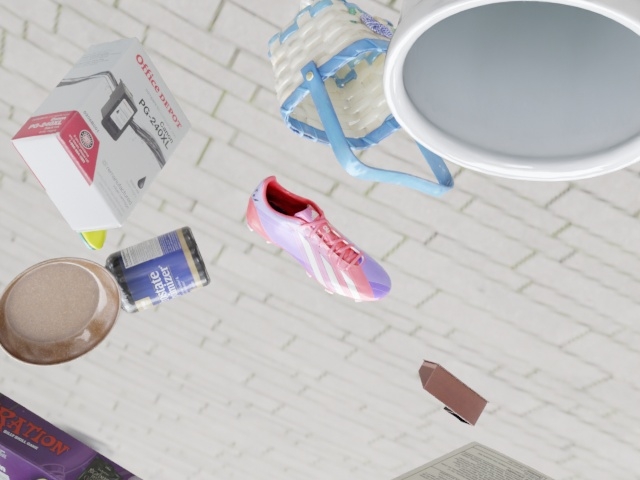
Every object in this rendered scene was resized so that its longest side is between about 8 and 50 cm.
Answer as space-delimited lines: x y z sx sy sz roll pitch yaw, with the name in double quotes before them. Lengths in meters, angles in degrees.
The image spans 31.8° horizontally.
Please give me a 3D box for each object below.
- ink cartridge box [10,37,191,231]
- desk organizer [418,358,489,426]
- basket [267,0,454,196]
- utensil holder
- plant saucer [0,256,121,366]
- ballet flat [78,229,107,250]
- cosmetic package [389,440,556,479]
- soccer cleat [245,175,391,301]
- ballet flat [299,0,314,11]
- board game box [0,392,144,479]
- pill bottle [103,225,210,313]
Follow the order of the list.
"ink cartridge box" -0.195 -0.099 1.028 0.063 0.150 0.109 -6 130 33
"desk organizer" 0.217 0.257 1.894 0.130 0.050 0.047 38 166 -24
"basket" 0.062 -0.197 1.601 0.201 0.289 0.254 -34 156 29
"utensil holder" 0.259 -0.317 1.297 0.327 0.386 0.328 9 151 5
"plant saucer" -0.404 0.102 1.713 0.198 0.198 0.036 50 179 -43
"ballet flat" -0.430 -0.093 2.078 0.077 0.231 0.077 -32 152 15
"cosmetic package" 0.137 0.369 1.365 0.153 0.296 0.129 21 118 49
"soccer cleat" 0.000 0.000 1.635 0.248 0.083 0.095 34 139 9
"ballet flat" -0.015 -0.377 1.865 0.041 0.041 0.114 12 146 23
"board game box" -0.174 0.259 0.902 0.346 0.056 0.208 28 128 12
"pill bottle" -0.327 0.064 2.111 0.219 0.123 0.123 -21 150 -6
